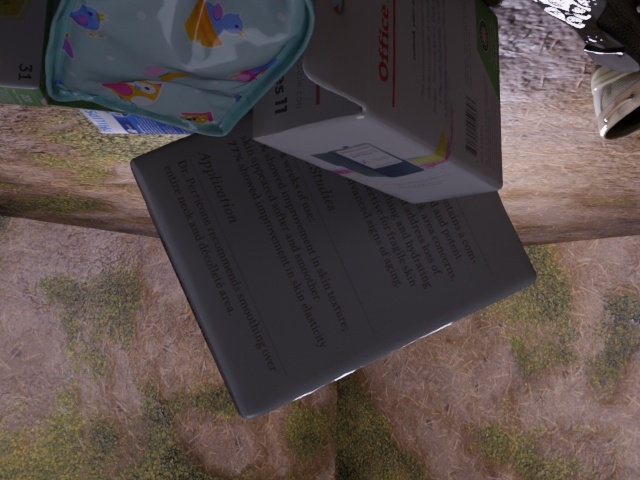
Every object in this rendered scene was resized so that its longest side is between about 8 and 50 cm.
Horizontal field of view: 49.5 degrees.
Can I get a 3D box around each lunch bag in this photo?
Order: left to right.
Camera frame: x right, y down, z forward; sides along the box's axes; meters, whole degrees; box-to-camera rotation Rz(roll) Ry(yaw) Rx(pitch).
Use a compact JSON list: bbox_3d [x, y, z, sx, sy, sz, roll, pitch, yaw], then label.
[{"bbox_3d":[-0.072,-0.205,0.393,0.160,0.223,0.262,10,168,-18],"label":"lunch bag"}]

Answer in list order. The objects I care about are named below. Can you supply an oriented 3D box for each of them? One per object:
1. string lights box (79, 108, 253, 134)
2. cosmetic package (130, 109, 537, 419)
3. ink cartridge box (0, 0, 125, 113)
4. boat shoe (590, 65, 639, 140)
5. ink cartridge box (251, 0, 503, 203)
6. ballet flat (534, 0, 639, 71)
[{"bbox_3d":[-0.190,-0.198,0.945,0.259,0.077,0.133,2,171,1],"label":"string lights box"},{"bbox_3d":[0.000,0.000,0.949,0.393,0.329,0.327,-23,176,-12],"label":"cosmetic package"},{"bbox_3d":[-0.239,-0.203,0.612,0.235,0.171,0.056,3,171,-10],"label":"ink cartridge box"},{"bbox_3d":[0.436,-0.191,0.795,0.109,0.098,0.302,5,171,-23],"label":"boat shoe"},{"bbox_3d":[0.048,-0.171,0.645,0.119,0.207,0.353,-6,167,35],"label":"ink cartridge box"},{"bbox_3d":[0.273,-0.241,0.687,0.084,0.058,0.250,23,-178,43],"label":"ballet flat"}]
